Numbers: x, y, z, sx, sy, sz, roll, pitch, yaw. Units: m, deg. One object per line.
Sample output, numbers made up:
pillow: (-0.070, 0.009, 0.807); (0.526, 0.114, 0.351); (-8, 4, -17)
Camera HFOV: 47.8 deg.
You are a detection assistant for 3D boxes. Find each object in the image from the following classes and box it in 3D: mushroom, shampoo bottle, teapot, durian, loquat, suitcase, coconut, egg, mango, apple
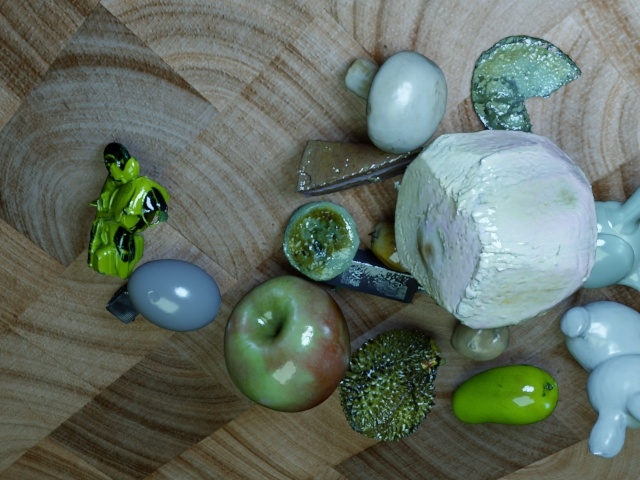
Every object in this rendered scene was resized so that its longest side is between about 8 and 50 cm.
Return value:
mushroom: (0.143, -0.273, 1.417); (0.209, 0.206, 0.207); (8, 126, 6)
shampoo bottle: (0.151, 0.086, 1.744); (0.309, 0.071, 0.098); (13, 119, 0)
teapot: (0.606, -0.023, 1.534); (0.219, 0.149, 0.319); (0, 126, 9)
durian: (0.173, 0.359, 1.838); (0.258, 0.258, 0.293); (22, 110, -5)
loquat: (0.175, 0.012, 1.655); (0.137, 0.137, 0.113); (29, 111, -10)
suitcase: (-0.507, 0.162, 1.921); (0.086, 0.059, 0.126); (41, 122, -16)
coconut: (0.367, -0.022, 1.442); (0.404, 0.405, 0.405); (5, 125, 7)
egg: (-0.366, 0.134, 1.799); (0.231, 0.176, 0.176); (20, 127, -18)
mango: (0.470, 0.406, 1.872); (0.293, 0.143, 0.175); (-21, 125, 35)
apple: (-0.073, 0.259, 1.768); (0.318, 0.319, 0.277); (-15, 149, 20)

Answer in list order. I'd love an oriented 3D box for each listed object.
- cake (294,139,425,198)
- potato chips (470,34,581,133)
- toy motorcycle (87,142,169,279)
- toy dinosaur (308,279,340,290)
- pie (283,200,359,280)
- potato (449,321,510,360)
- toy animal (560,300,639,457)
cake: (0.086, -0.170, 1.554); (0.295, 0.116, 0.113); (-9, 79, 6)
potato chips: (0.400, -0.302, 1.456); (0.201, 0.029, 0.220); (15, 123, 0)
toy motorcycle: (-0.459, -0.054, 1.716); (0.206, 0.142, 0.342); (44, 131, 26)
toy dinosaur: (0.016, 0.105, 1.811); (0.083, 0.021, 0.062); (-14, 132, 14)
pie: (0.000, 0.000, 1.678); (0.186, 0.041, 0.187); (0, 91, 12)
potato: (0.393, 0.237, 1.785); (0.146, 0.112, 0.112); (-9, 123, 7)
toy animal: (0.665, 0.309, 1.636); (0.241, 0.368, 0.196); (26, 129, -22)
